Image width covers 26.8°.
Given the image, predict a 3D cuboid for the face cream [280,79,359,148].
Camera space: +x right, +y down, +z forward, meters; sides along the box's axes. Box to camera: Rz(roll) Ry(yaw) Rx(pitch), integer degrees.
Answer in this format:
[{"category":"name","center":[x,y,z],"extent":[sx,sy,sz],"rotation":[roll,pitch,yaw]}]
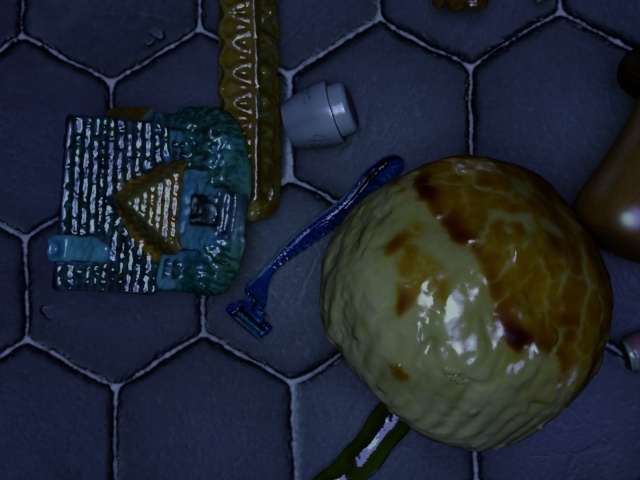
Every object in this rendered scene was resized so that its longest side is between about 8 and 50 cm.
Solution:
[{"category":"face cream","center":[-0.001,-0.172,1.856],"extent":[0.095,0.091,0.091],"rotation":[-16,88,11]}]

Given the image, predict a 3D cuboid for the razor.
[{"category":"razor","center":[-0.008,-0.006,1.875],"extent":[0.324,0.093,0.056],"rotation":[-47,52,-2]}]

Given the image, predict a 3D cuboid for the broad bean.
[{"category":"broad bean","center":[0.060,0.293,1.866],"extent":[0.254,0.046,0.065],"rotation":[-45,74,3]}]

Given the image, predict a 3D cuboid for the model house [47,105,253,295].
[{"category":"model house","center":[-0.249,-0.060,1.768],"extent":[0.226,0.241,0.261],"rotation":[2,88,30]}]

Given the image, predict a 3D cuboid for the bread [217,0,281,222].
[{"category":"bread","center":[-0.098,-0.208,1.868],"extent":[0.077,0.084,0.367],"rotation":[1,91,48]}]

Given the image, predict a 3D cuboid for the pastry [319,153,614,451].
[{"category":"pastry","center":[0.196,0.065,1.699],"extent":[0.388,0.388,0.312],"rotation":[37,119,3]}]

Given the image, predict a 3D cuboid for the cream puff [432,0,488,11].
[{"category":"cream puff","center":[0.201,-0.372,1.850],"extent":[0.116,0.094,0.122],"rotation":[46,115,6]}]

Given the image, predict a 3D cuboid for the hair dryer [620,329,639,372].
[{"category":"hair dryer","center":[0.483,0.190,1.850],"extent":[0.106,0.054,0.154],"rotation":[-18,98,-2]}]

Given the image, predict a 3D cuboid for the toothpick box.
[{"category":"toothpick box","center":[0.450,-0.123,1.768],"extent":[0.192,0.192,0.294],"rotation":[25,85,3]}]

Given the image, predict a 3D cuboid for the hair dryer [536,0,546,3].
[{"category":"hair dryer","center":[0.344,-0.394,1.864],"extent":[0.137,0.047,0.082],"rotation":[-26,87,-3]}]
